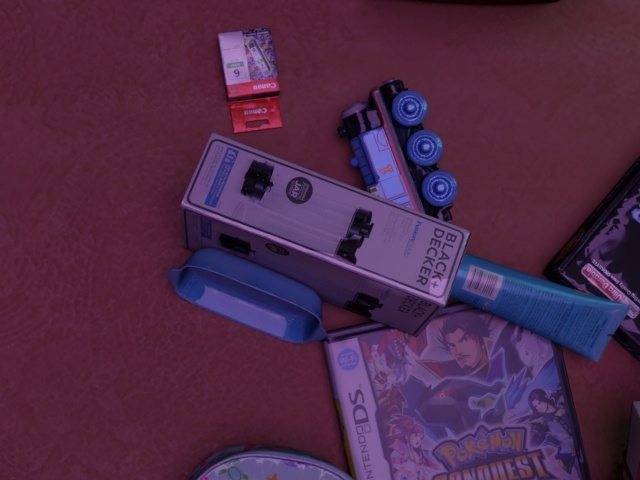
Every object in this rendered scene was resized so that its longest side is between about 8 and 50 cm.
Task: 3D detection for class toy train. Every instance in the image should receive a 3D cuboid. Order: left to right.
[{"bbox_3d":[0.088,-0.093,1.247,0.105,0.080,0.184,-20,88,-2],"label":"toy train"}]

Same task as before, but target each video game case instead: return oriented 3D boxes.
[{"bbox_3d":[0.158,0.199,1.251,0.275,0.035,0.248,-12,87,-8],"label":"video game case"}]

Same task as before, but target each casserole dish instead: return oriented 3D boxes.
[{"bbox_3d":[-0.077,0.059,1.201,0.188,0.114,0.037,22,63,-5],"label":"casserole dish"}]

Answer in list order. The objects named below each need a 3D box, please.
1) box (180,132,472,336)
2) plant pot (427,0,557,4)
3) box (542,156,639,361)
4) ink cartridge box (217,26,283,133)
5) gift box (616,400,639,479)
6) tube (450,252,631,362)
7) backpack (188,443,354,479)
[{"bbox_3d":[0.000,0.000,1.164,0.290,0.169,0.087,21,72,-1],"label":"box"},{"bbox_3d":[0.221,-0.402,1.211,0.236,0.267,0.267,13,84,-19],"label":"plant pot"},{"bbox_3d":[0.469,0.026,1.287,0.295,0.073,0.293,42,81,-1],"label":"box"},{"bbox_3d":[-0.081,-0.187,1.257,0.063,0.029,0.115,-9,86,-8],"label":"ink cartridge box"},{"bbox_3d":[0.446,0.324,1.155,0.255,0.258,0.276,1,120,-4],"label":"gift box"},{"bbox_3d":[0.242,0.072,1.228,0.207,0.052,0.080,22,119,-4],"label":"tube"},{"bbox_3d":[-0.058,0.346,1.144,0.225,0.191,0.253,11,79,-5],"label":"backpack"}]
